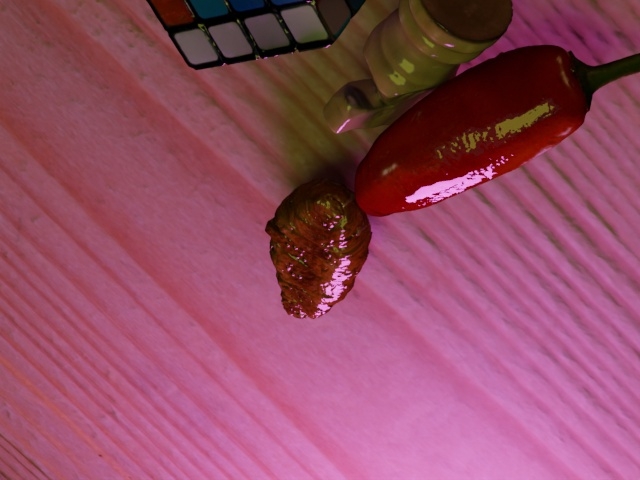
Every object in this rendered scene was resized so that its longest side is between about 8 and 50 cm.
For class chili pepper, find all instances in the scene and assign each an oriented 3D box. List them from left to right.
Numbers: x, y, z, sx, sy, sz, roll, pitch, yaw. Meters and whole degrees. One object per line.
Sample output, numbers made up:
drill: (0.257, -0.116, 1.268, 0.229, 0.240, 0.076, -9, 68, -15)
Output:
chili pepper: (0.120, -0.091, 1.143, 0.368, 0.137, 0.092, -22, 95, 48)

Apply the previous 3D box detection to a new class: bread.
bread: (0.000, 0.000, 1.367, 0.105, 0.076, 0.233, 33, 147, 11)

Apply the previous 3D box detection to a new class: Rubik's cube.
Rubik's cube: (-0.049, -0.246, 1.071, 0.154, 0.151, 0.155, -3, 130, 39)

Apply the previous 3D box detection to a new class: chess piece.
chess piece: (0.075, -0.150, 1.139, 0.090, 0.090, 0.200, 36, 145, -4)
